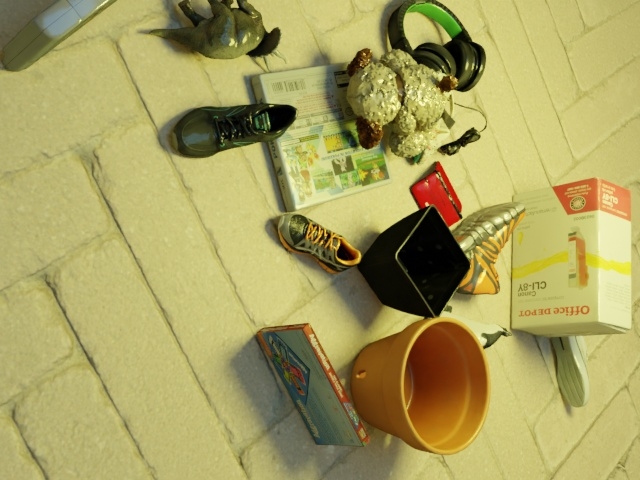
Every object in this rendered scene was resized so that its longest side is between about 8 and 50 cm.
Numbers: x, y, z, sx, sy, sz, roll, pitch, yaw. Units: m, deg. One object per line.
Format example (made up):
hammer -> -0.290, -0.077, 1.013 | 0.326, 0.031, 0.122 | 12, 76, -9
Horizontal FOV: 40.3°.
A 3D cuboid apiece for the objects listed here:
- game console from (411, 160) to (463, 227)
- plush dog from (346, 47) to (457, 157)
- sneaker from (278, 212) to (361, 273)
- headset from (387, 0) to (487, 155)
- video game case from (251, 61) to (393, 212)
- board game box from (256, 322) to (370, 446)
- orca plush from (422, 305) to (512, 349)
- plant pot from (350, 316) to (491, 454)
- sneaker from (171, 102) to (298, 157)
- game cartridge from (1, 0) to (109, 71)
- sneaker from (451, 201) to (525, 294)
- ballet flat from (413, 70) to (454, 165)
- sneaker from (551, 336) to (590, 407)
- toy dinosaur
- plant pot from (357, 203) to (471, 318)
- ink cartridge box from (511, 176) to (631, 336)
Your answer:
game console -> 0.295, -0.109, 2.204 | 0.124, 0.085, 0.144 | -33, 107, -8
plush dog -> 0.165, -0.325, 1.976 | 0.225, 0.211, 0.262 | -7, 86, -27
sneaker -> 0.000, 0.000, 1.874 | 0.215, 0.083, 0.084 | 30, 65, -33
headset -> 0.296, -0.418, 2.205 | 0.243, 0.185, 0.394 | -18, 79, -38
video game case -> 0.012, -0.241, 1.958 | 0.329, 0.036, 0.299 | -18, 95, -43
board game box -> -0.015, 0.295, 1.767 | 0.027, 0.145, 0.281 | -40, 109, -41
orca plush -> 0.341, 0.240, 2.161 | 0.151, 0.102, 0.287 | 44, 26, 28
plant pot -> 0.206, 0.317, 1.921 | 0.291, 0.203, 0.290 | 7, 79, -40
sneaker -> -0.166, -0.233, 1.734 | 0.267, 0.106, 0.101 | -19, 97, -31
game cartridge -> -0.404, -0.409, 1.503 | 0.062, 0.198, 0.297 | 54, 53, -21
sneaker -> 0.426, 0.031, 2.241 | 0.321, 0.125, 0.180 | -32, 108, -29
ballet flat -> 0.280, -0.288, 2.103 | 0.077, 0.091, 0.241 | 4, 121, -5
sneaker -> 0.718, 0.336, 2.453 | 0.091, 0.094, 0.258 | -9, 88, -38
toy dinosaur -> -0.188, -0.425, 1.755 | 0.314, 0.121, 0.160 | -19, 82, -46
plant pot -> 0.200, 0.054, 1.987 | 0.187, 0.167, 0.188 | 55, 53, -21
ink cartridge box -> 0.667, 0.054, 2.329 | 0.160, 0.279, 0.384 | 14, 73, -39
